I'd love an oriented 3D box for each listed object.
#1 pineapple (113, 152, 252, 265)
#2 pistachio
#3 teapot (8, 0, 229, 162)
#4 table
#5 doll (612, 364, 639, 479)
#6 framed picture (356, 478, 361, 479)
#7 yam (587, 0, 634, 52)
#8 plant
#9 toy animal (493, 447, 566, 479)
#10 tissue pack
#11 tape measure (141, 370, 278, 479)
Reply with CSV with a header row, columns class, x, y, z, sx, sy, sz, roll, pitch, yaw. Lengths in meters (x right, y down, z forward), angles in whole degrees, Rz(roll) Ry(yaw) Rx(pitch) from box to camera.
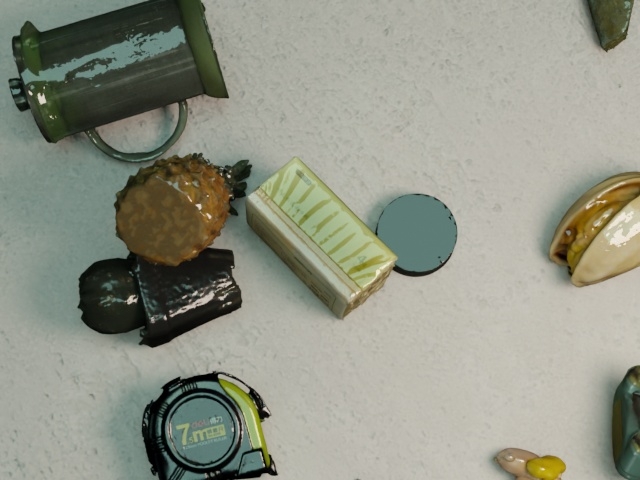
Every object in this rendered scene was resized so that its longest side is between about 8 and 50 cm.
class,x,y,z,sx,sy,sz,roll,pitch,yaw
pineapple,-0.194,-0.073,1.763,0.169,0.340,0.169,4,107,12
pistachio,0.477,-0.018,1.840,0.229,0.157,0.157,-35,80,-2
teapot,-0.327,-0.257,1.866,0.337,0.200,0.270,-17,111,-3
table,0.157,-0.009,1.876,0.133,0.043,0.133,0,77,0
doll,0.586,0.300,1.751,0.260,0.161,0.177,5,55,2
framed picture,0.095,0.456,1.784,0.149,0.011,0.109,30,78,5
yam,0.494,-0.457,1.956,0.106,0.106,0.259,-13,77,-4
plant,-0.254,0.080,1.802,0.256,0.142,0.164,-6,77,-14
toy animal,0.325,0.370,1.773,0.114,0.091,0.082,12,91,0
tissue pack,0.000,0.000,1.812,0.125,0.159,0.234,-43,81,-10
tape measure,-0.173,0.295,1.768,0.199,0.112,0.186,-13,84,-10
